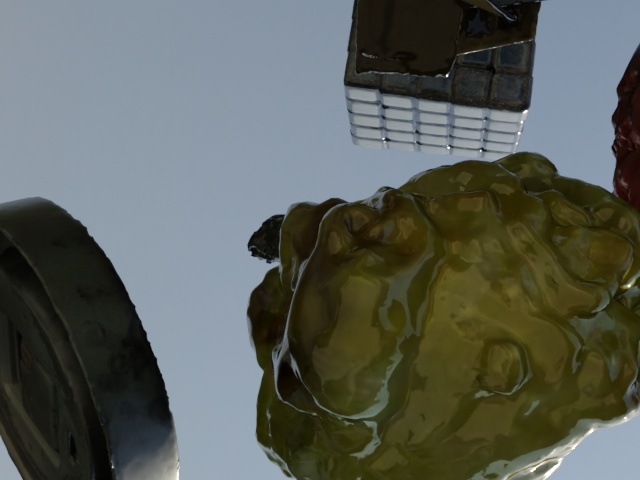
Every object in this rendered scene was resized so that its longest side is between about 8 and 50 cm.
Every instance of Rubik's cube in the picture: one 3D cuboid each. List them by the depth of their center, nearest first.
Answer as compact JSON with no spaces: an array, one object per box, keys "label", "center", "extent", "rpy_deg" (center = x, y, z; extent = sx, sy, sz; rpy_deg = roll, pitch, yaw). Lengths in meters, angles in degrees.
[{"label":"Rubik's cube","center":[0.165,-0.253,1.454],"extent":[0.237,0.238,0.237],"rpy_deg":[8,-102,9]}]

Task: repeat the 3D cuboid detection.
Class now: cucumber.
[{"label":"cucumber","center":[0.000,0.000,1.084],"extent":[0.182,0.053,0.053],"rpy_deg":[0,-95,46]}]

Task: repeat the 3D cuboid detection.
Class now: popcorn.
[{"label":"popcorn","center":[0.104,0.067,0.849],"extent":[0.312,0.312,0.312],"rpy_deg":[-10,-103,49]}]

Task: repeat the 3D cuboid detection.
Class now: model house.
[{"label":"model house","center":[0.053,-0.223,0.813],"extent":[0.211,0.243,0.204],"rpy_deg":[39,-45,51]}]

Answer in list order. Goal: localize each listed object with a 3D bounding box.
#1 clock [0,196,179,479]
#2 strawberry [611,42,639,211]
[{"label":"clock","center":[-0.221,0.111,0.923],"extent":[0.313,0.061,0.312],"rpy_deg":[33,-46,43]},{"label":"strawberry","center":[0.359,-0.054,0.912],"extent":[0.317,0.295,0.345],"rpy_deg":[19,-111,47]}]
